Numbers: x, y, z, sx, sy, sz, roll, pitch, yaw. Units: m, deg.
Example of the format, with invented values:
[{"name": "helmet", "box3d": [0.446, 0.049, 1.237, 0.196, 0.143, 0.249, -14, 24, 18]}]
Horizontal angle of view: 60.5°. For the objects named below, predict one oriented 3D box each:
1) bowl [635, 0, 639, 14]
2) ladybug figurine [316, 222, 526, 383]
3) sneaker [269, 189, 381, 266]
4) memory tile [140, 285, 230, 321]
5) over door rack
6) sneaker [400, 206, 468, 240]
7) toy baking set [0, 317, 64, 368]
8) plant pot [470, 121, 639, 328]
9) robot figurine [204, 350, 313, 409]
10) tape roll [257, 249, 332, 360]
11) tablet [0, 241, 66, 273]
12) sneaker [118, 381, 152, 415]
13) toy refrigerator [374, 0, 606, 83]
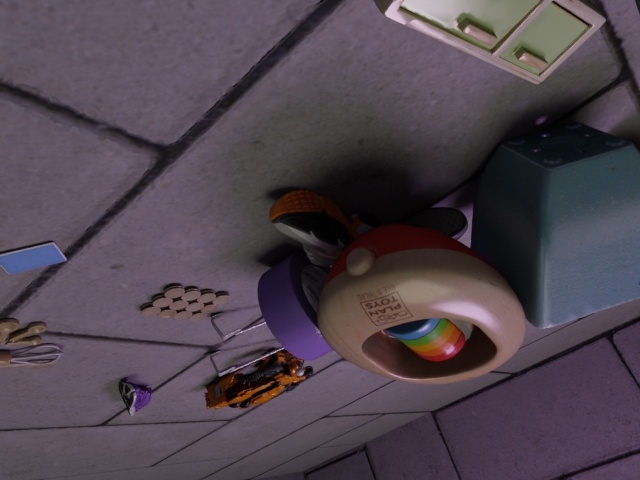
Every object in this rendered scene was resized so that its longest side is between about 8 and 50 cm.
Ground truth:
[{"name": "bowl", "box3d": [0.397, -0.348, 0.489, 0.312, 0.163, 0.311, -15, 151, -9]}, {"name": "ladybug figurine", "box3d": [0.162, 0.105, 0.897, 0.305, 0.161, 0.449, -18, 144, 21]}, {"name": "sneaker", "box3d": [0.000, 0.000, 0.922, 0.121, 0.099, 0.262, -33, 148, 31]}, {"name": "memory tile", "box3d": [-0.258, 0.122, 1.054, 0.113, 0.012, 0.148, -36, 148, 28]}, {"name": "over door rack", "box3d": [-0.084, 0.234, 1.259, 0.324, 0.108, 0.239, -9, 149, -19]}, {"name": "sneaker", "box3d": [0.205, 0.023, 1.077, 0.226, 0.086, 0.163, -24, 142, 28]}, {"name": "toy baking set", "box3d": [-0.579, 0.208, 0.985, 0.197, 0.030, 0.256, -11, 150, -15]}, {"name": "plant pot", "box3d": [0.406, -0.051, 0.919, 0.248, 0.247, 0.252, -16, 118, -6]}, {"name": "robot figurine", "box3d": [-0.165, 0.379, 1.482, 0.291, 0.085, 0.211, -33, 149, 24]}, {"name": "tape roll", "box3d": [-0.022, 0.117, 1.007, 0.080, 0.189, 0.189, -35, 148, 24]}, {"name": "tablet", "box3d": [-0.419, 0.025, 0.794, 0.083, 0.006, 0.054, -15, 151, -11]}, {"name": "sneaker", "box3d": [-0.448, 0.375, 1.342, 0.071, 0.068, 0.170, -24, 164, -24]}, {"name": "toy refrigerator", "box3d": [0.178, -0.259, 0.581, 0.270, 0.094, 0.102, 5, 143, -38]}]
